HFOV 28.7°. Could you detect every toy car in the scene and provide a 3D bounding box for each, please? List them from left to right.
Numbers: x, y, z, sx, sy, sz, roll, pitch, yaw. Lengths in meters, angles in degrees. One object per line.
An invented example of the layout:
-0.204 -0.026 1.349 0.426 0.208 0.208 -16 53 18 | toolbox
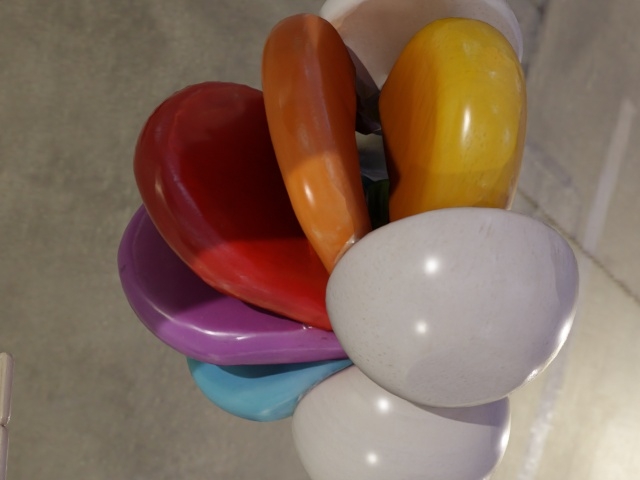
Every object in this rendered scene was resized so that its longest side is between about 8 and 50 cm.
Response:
0.000 0.000 0.427 0.182 0.136 0.159 104 -15 -50 | toy car

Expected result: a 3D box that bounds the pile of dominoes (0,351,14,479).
-0.292 0.232 0.966 0.040 0.196 0.251 25 53 -42 | pile of dominoes
